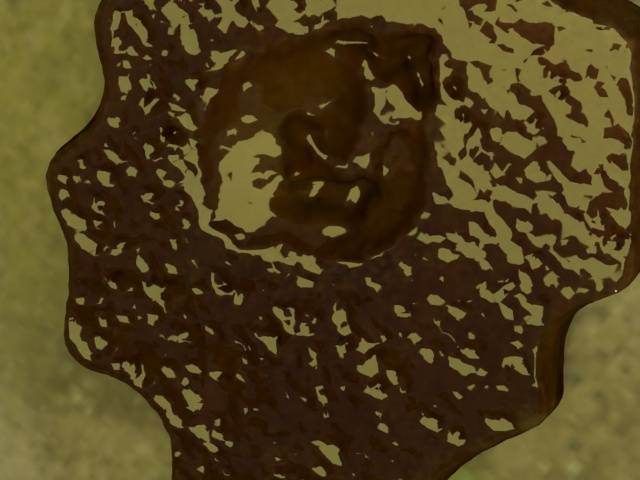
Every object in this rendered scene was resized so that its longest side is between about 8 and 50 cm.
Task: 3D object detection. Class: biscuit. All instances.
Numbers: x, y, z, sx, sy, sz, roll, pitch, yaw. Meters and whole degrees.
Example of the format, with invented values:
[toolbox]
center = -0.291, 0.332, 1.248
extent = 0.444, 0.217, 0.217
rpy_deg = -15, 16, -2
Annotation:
[biscuit]
center = 0.001, -0.001, 0.547
extent = 0.182, 0.034, 0.215
rpy_deg = 27, 112, 8
